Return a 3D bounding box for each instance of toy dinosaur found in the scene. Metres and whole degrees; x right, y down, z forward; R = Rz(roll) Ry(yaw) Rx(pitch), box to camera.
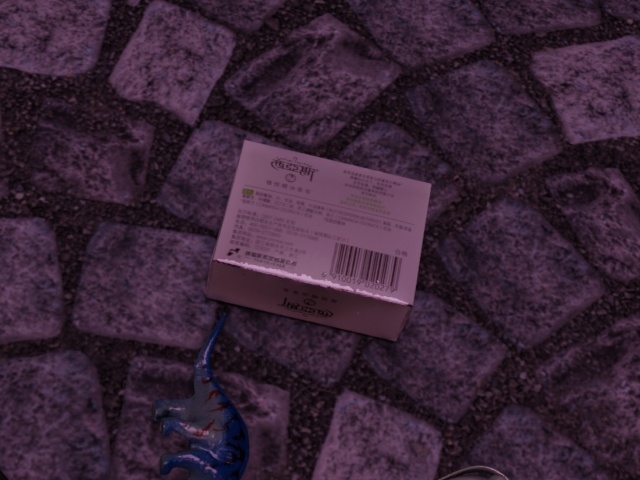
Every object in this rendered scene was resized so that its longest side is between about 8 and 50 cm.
[{"bbox_3d":[-0.139,0.242,1.365,0.144,0.076,0.329,-7,63,-22],"label":"toy dinosaur"}]

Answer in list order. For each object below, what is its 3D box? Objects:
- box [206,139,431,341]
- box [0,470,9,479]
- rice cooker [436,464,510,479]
[{"bbox_3d":[0.000,0.000,1.511,0.261,0.111,0.194,13,58,0],"label":"box"},{"bbox_3d":[-0.407,0.342,1.274,0.212,0.042,0.201,40,61,13],"label":"box"},{"bbox_3d":[0.148,0.350,1.323,0.206,0.127,0.145,-26,68,-27],"label":"rice cooker"}]
